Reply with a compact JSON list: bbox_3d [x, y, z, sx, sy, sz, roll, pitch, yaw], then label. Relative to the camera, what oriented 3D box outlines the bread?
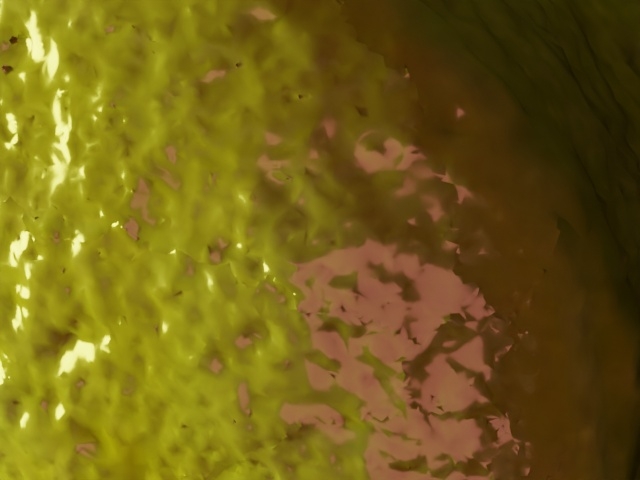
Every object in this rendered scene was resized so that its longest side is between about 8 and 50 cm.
[{"bbox_3d":[0.000,0.000,0.790,0.348,0.308,0.348,14,121,25],"label":"bread"}]
